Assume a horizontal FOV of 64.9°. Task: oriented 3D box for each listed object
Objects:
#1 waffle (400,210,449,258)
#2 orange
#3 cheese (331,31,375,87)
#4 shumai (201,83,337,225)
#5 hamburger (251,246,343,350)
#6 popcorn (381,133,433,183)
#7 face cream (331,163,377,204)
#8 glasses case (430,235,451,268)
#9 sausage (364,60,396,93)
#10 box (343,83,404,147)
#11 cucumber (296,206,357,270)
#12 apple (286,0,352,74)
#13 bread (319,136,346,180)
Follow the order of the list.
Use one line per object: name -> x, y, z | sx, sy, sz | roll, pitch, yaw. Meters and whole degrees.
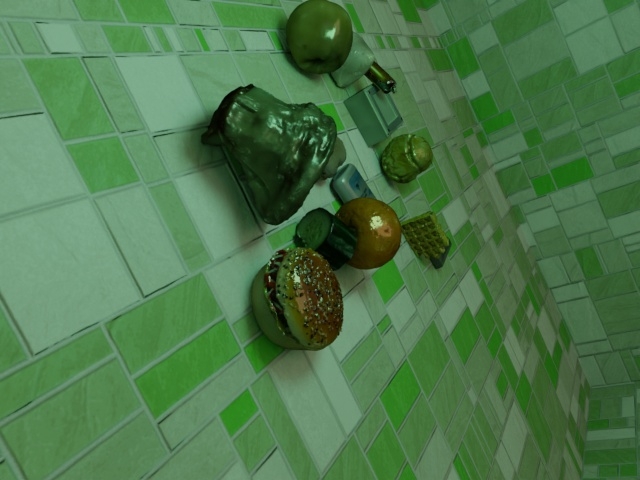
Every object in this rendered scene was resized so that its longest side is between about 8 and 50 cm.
waffle -> 0.458, -0.010, 2.158 | 0.211, 0.160, 0.055 | 57, 36, -15
orange -> 0.151, -0.023, 1.692 | 0.246, 0.246, 0.246 | 28, 51, -42
cheese -> 0.108, -0.758, 2.076 | 0.154, 0.198, 0.189 | -12, 73, -50
shumai -> -0.155, -0.267, 1.405 | 0.323, 0.324, 0.398 | 31, 44, -21
hamburger -> -0.050, 0.163, 1.390 | 0.300, 0.176, 0.300 | 31, 49, -42
popcorn -> 0.372, -0.357, 2.179 | 0.204, 0.221, 0.184 | 64, 11, -4
face cream -> 0.168, -0.123, 1.906 | 0.337, 0.080, 0.163 | 55, 37, -18
glasses case -> 0.567, 0.050, 2.369 | 0.071, 0.047, 0.205 | 57, 37, -13
sausage -> 0.200, -0.744, 2.153 | 0.371, 0.082, 0.082 | 51, 30, 21
box -> 0.241, -0.560, 2.200 | 0.225, 0.117, 0.225 | 59, 36, -13
cucumber -> 0.008, -0.006, 1.557 | 0.130, 0.191, 0.191 | 37, 45, -44
apple -> 0.002, -0.760, 1.884 | 0.262, 0.262, 0.262 | 28, 51, -42
bread -> -0.026, -0.308, 1.737 | 0.337, 0.102, 0.183 | 20, 61, -49
